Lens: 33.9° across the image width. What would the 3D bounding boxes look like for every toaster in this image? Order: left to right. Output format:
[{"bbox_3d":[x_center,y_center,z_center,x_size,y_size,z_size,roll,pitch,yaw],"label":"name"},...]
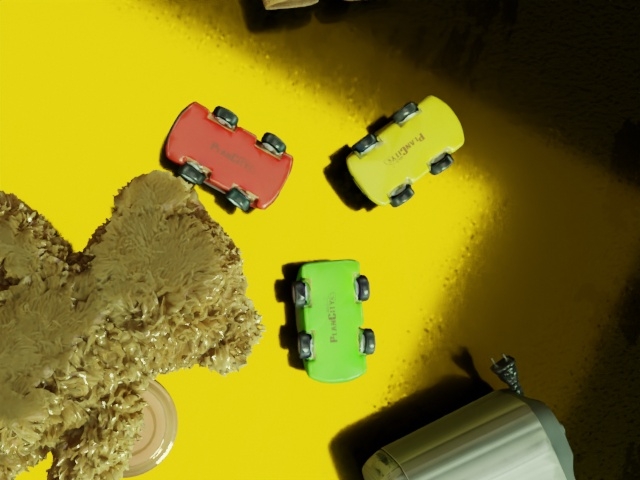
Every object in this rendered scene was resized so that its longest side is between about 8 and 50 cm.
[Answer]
[{"bbox_3d":[0.130,0.220,0.826,0.146,0.129,0.227,-22,95,-9],"label":"toaster"}]

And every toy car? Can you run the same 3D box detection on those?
[{"bbox_3d":[0.000,0.000,0.840,0.239,0.053,0.225,-4,90,-11],"label":"toy car"}]

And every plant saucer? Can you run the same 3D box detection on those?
[{"bbox_3d":[-0.154,0.145,0.824,0.083,0.013,0.084,0,89,-11],"label":"plant saucer"}]

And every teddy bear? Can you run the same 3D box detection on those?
[{"bbox_3d":[-0.212,0.085,0.773,0.245,0.113,0.338,41,82,10],"label":"teddy bear"}]

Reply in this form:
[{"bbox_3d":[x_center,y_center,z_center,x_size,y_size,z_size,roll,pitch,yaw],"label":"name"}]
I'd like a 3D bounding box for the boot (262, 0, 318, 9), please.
[{"bbox_3d":[-0.058,-0.288,0.818,0.283,0.109,0.220,-7,94,-19],"label":"boot"}]
